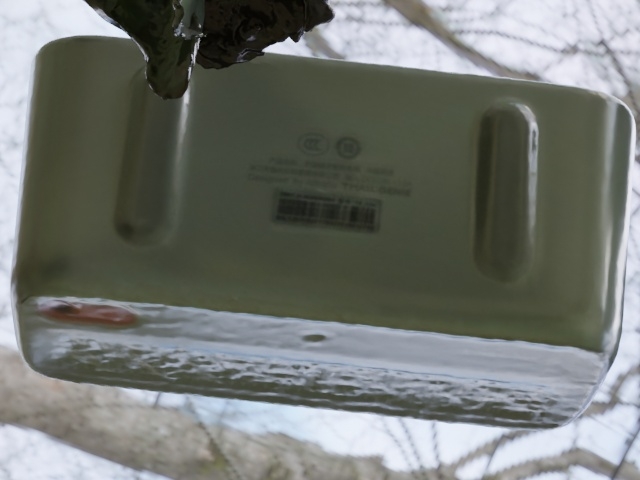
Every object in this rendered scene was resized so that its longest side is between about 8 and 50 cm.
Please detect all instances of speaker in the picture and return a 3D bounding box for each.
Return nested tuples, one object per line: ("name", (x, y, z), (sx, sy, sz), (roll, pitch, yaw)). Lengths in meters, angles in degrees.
("speaker", (0.000, 0.000, 1.172), (0.406, 0.183, 0.184), (6, -118, -2))

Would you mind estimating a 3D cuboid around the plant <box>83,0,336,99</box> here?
("plant", (-0.046, -0.168, 0.959), (0.131, 0.142, 0.203), (-12, -154, 45))
